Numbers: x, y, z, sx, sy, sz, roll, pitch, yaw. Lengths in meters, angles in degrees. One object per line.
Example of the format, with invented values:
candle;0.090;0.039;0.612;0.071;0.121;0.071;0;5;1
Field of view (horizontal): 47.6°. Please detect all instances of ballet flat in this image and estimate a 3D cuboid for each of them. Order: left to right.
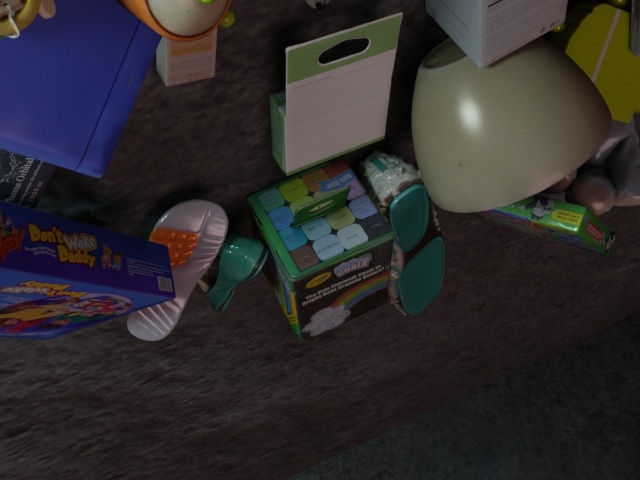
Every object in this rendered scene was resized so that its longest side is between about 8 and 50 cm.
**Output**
ballet flat;-0.159;0.046;1.187;0.087;0.083;0.247;29;151;-9
ballet flat;0.145;-0.018;1.321;0.147;0.147;0.409;-27;144;-8

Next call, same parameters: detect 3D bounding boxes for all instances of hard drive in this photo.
hard drive;-0.295;-0.195;0.630;0.319;0.040;0.210;17;100;-48

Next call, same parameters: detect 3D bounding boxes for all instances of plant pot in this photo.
plant pot;0.243;-0.202;1.049;0.284;0.284;0.191;-33;113;3

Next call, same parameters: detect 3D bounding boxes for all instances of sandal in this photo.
sandal;-0.230;0.035;1.110;0.102;0.076;0.265;22;116;-21

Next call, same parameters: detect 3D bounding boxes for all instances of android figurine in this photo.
android figurine;0.464;-0.291;1.191;0.273;0.056;0.248;5;110;-28

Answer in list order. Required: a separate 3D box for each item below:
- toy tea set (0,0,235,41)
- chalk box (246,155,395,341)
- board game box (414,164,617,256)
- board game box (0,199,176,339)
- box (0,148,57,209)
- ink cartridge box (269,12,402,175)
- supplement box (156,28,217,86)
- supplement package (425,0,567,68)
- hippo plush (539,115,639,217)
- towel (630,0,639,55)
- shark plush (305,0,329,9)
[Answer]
toy tea set;-0.199;-0.246;0.567;0.336;0.124;0.200;-22;127;-35
chalk box;0.000;0.000;1.176;0.180;0.179;0.289;-23;149;-13
board game box;0.341;-0.055;1.298;0.213;0.317;0.046;18;92;-54
board game box;-0.374;0.047;0.874;0.233;0.078;0.347;-18;163;20
box;-0.364;-0.104;0.757;0.158;0.093;0.156;5;135;-45
ink cartridge box;0.016;-0.207;0.996;0.171;0.056;0.235;-22;147;-17
supplement box;-0.152;-0.228;0.822;0.062;0.036;0.098;-18;148;-24
supplement package;0.207;-0.355;0.863;0.134;0.139;0.244;-30;150;-5
hippo plush;0.472;-0.163;1.383;0.234;0.294;0.236;5;168;-7
towel;0.605;-0.427;1.150;0.285;0.034;0.209;-22;123;-18
shark plush;-0.005;-0.337;0.810;0.067;0.073;0.161;-34;136;-39
